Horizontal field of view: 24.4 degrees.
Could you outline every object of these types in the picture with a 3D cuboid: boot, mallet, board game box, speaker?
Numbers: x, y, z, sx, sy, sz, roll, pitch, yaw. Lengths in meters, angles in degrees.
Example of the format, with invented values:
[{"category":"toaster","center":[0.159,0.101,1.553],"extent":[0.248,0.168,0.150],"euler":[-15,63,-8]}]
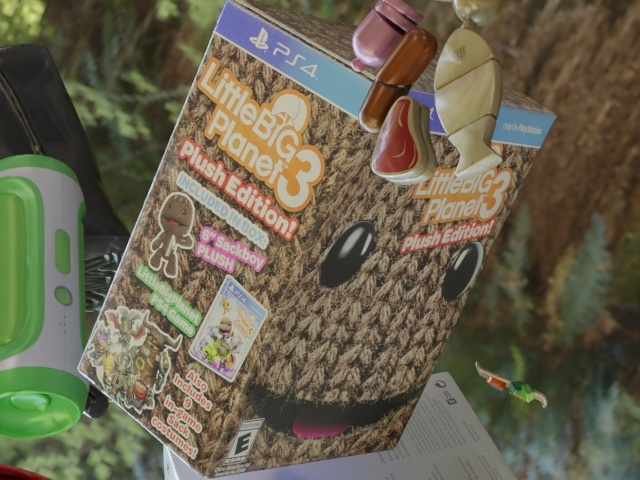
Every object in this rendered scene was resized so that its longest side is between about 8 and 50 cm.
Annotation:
[{"category":"boot","center":[-0.458,-0.091,1.908],"extent":[0.367,0.146,0.445],"euler":[1,-136,-33]},{"category":"mallet","center":[-0.270,0.229,2.107],"extent":[0.189,0.039,0.062],"euler":[9,-164,-41]},{"category":"board game box","center":[0.000,0.000,1.049],"extent":[0.141,0.291,0.232],"euler":[34,-161,32]},{"category":"speaker","center":[-0.312,0.057,1.585],"extent":[0.131,0.131,0.297],"euler":[14,-129,-29]}]

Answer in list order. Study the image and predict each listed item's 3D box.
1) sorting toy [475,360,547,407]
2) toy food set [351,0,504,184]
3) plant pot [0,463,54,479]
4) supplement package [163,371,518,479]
[{"category":"sorting toy","center":[0.144,0.111,1.122],"extent":[0.062,0.012,0.083],"euler":[27,176,11]},{"category":"toy food set","center":[0.041,-0.070,0.567],"extent":[0.019,0.078,0.122],"euler":[26,-124,-41]},{"category":"plant pot","center":[-0.358,0.358,1.639],"extent":[0.191,0.174,0.191],"euler":[17,-174,-2]},{"category":"supplement package","center":[0.021,0.270,1.246],"extent":[0.262,0.198,0.199],"euler":[-11,-142,-16]}]
